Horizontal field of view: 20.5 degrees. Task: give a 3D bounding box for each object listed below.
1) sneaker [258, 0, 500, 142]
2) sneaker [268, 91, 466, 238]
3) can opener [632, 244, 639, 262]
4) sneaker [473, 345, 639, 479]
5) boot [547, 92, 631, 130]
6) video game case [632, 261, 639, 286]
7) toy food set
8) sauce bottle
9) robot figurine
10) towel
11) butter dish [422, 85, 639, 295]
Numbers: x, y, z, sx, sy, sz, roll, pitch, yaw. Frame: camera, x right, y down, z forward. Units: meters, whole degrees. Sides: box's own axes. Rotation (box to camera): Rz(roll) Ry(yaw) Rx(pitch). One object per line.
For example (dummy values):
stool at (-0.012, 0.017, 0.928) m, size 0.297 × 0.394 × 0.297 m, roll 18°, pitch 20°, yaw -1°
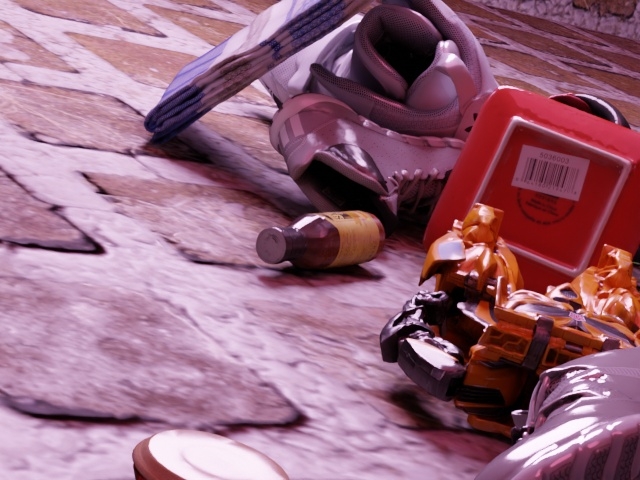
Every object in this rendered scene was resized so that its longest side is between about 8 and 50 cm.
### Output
sneaker at (0.042, -0.166, 1.609) m, size 0.366 × 0.137 × 0.210 m, roll 33°, pitch -10°, yaw 37°
sneaker at (0.067, -0.033, 1.437) m, size 0.228 × 0.086 × 0.132 m, roll 17°, pitch 30°, yaw -19°
can opener at (0.282, -0.002, 1.537) m, size 0.186 × 0.059 × 0.073 m, roll 4°, pitch 46°, yaw -12°
sneaker at (0.137, 0.117, 0.893) m, size 0.115 × 0.105 × 0.281 m, roll 12°, pitch 14°, yaw 34°
boot at (0.232, -0.099, 1.695) m, size 0.176 × 0.088 × 0.244 m, roll 38°, pitch -8°, yaw -36°
video game case at (0.304, 0.021, 1.612) m, size 0.143 × 0.019 × 0.157 m, roll 18°, pitch 15°, yaw 2°
toy food set at (-0.049, 0.113, 0.829) m, size 0.083 × 0.020 × 0.082 m, roll 19°, pitch 14°, yaw 7°
sauce bottle at (0.000, 0.000, 1.270) m, size 0.042 × 0.042 × 0.128 m, roll 25°, pitch 14°, yaw 27°
robot figurine at (0.145, 0.058, 1.140) m, size 0.211 × 0.085 × 0.291 m, roll 17°, pitch 14°, yaw -1°
towel at (-0.023, -0.195, 1.520) m, size 0.034 × 0.285 × 0.209 m, roll 53°, pitch 20°, yaw -14°
butter dish at (0.186, -0.020, 1.425) m, size 0.160 × 0.160 × 0.118 m, roll 23°, pitch -9°, yaw 17°
